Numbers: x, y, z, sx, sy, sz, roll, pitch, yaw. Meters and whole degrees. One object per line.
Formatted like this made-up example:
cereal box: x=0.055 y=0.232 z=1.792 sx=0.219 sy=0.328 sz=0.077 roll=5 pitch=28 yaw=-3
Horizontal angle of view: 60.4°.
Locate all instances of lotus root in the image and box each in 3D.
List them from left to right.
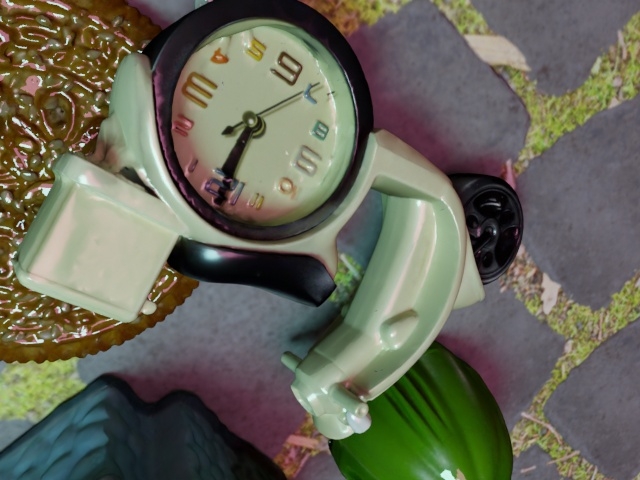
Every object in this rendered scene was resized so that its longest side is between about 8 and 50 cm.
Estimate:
lotus root: x=0.115 y=0.212 z=0.527 sx=0.186 sy=0.186 sz=0.186 roll=-6 pitch=108 yaw=-18

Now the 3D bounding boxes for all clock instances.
clock: x=0.000 y=0.000 z=0.436 sx=0.379 sy=0.120 sz=0.276 roll=33 pitch=82 yaw=-30

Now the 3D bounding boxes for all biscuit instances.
biscuit: x=-0.213 y=-0.044 z=0.403 sx=0.305 sy=0.038 sz=0.305 roll=-6 pitch=108 yaw=-18

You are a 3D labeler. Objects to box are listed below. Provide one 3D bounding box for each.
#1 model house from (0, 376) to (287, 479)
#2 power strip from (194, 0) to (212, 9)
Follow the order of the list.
model house: x=-0.163 y=0.339 z=0.378 sx=0.360 sy=0.339 sz=0.297 roll=-36 pitch=112 yaw=-6
power strip: x=-0.061 y=-0.200 z=0.411 sx=0.055 sy=0.035 sz=0.083 roll=26 pitch=99 yaw=-24
